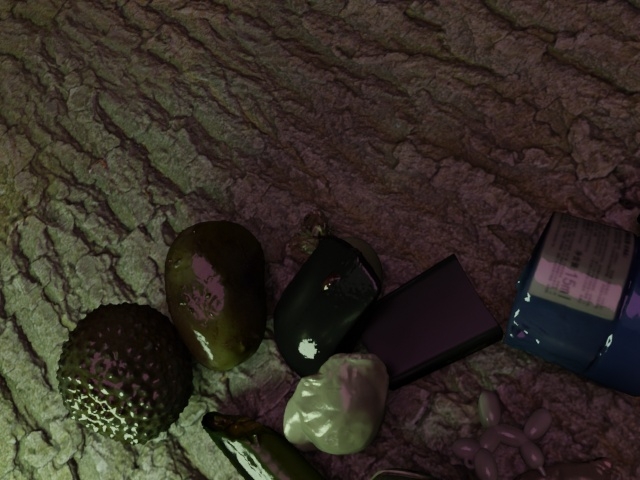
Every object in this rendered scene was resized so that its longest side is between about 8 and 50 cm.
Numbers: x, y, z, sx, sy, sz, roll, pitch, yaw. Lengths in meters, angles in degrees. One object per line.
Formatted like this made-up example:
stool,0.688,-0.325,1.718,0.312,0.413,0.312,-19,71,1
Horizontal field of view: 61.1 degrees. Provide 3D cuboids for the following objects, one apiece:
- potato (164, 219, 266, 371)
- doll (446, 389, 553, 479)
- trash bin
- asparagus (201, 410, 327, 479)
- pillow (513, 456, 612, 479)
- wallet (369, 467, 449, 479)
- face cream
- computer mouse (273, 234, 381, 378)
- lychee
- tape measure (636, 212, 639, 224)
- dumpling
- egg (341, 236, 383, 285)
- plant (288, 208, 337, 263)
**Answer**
potato,-0.201,0.102,1.079,0.173,0.210,0.308,-20,73,30
doll,0.302,0.342,0.918,0.160,0.059,0.160,14,53,17
trash bin,0.193,0.157,1.004,0.225,0.115,0.165,-29,66,5
asparagus,-0.076,0.419,0.978,0.382,0.128,0.108,39,50,24
pillow,0.405,0.494,0.856,0.173,0.067,0.270,-13,68,16
wallet,0.179,0.398,0.814,0.223,0.309,0.077,10,70,19
face cream,0.442,0.095,0.889,0.225,0.249,0.249,22,78,22
computer mouse,-0.006,0.135,1.005,0.168,0.087,0.295,45,123,32
lychee,-0.362,0.247,1.032,0.274,0.255,0.255,21,77,37
tape measure,0.669,-0.025,0.943,0.271,0.133,0.231,38,76,24
dumpling,0.030,0.288,0.942,0.162,0.250,0.132,14,30,-15
egg,0.065,0.065,1.066,0.114,0.114,0.152,-14,66,9
plant,0.000,0.000,1.141,0.121,0.104,0.117,23,114,-7
